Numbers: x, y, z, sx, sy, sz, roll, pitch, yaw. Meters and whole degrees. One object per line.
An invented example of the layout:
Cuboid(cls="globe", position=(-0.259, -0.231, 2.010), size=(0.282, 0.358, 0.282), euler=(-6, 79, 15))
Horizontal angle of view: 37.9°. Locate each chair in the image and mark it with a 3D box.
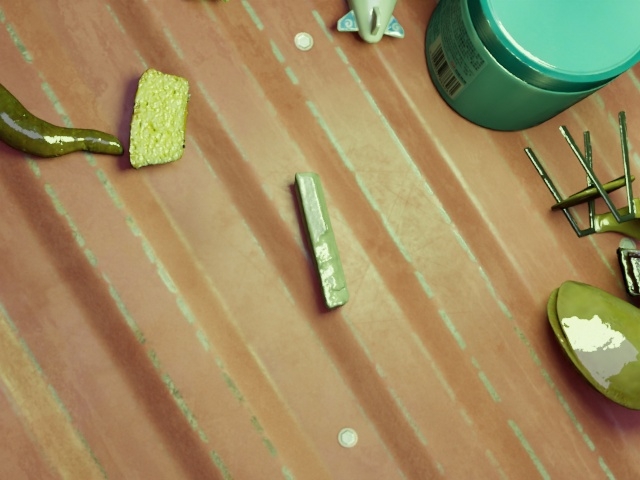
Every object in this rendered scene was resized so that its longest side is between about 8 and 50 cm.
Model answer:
Cuboid(cls="chair", position=(0.522, -0.097, 1.748), size=(0.172, 0.159, 0.247), euler=(-14, 83, -13))

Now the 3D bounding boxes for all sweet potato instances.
Cuboid(cls="sweet potato", position=(-0.517, -0.212, 1.638), size=(0.346, 0.079, 0.108), euler=(28, 66, -8))

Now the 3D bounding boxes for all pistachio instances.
Cuboid(cls="pistachio", position=(0.523, 0.191, 1.706), size=(0.260, 0.163, 0.213), euler=(30, 40, -4))

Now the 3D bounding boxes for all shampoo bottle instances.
Cuboid(cls="shampoo bottle", position=(0.381, -0.390, 1.672), size=(0.331, 0.342, 0.331), euler=(1, 82, -10))

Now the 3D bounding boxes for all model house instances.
Cuboid(cls="model house", position=(0.611, 0.071, 1.749), size=(0.152, 0.165, 0.106), euler=(40, 94, 14))

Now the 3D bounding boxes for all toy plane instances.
Cuboid(cls="toy plane", position=(0.102, -0.499, 1.757), size=(0.266, 0.122, 0.267), euler=(2, 79, -10))

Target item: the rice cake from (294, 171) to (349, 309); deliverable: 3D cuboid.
Cuboid(cls="rice cake", position=(0.000, 0.000, 1.700), size=(0.052, 0.057, 0.256), euler=(-16, 83, 15))

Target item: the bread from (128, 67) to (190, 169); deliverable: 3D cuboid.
Cuboid(cls="bread", position=(-0.291, -0.212, 1.681), size=(0.103, 0.065, 0.187), euler=(4, 80, -10))

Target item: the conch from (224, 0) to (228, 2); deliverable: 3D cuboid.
Cuboid(cls="conch", position=(-0.215, -0.483, 1.724), size=(0.121, 0.074, 0.089), euler=(46, 67, -5))
